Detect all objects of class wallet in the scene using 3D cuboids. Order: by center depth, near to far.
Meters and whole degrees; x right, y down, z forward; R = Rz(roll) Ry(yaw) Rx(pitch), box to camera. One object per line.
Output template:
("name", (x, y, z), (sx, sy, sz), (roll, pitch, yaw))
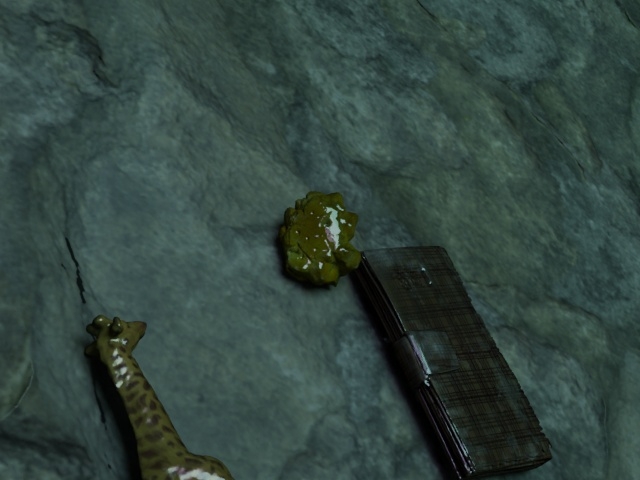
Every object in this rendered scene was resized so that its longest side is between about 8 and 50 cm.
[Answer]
("wallet", (0.116, 0.105, 1.223), (0.124, 0.042, 0.230), (-1, 58, -44))

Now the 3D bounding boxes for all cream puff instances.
("cream puff", (0.000, 0.000, 1.211), (0.083, 0.083, 0.058), (45, -6, 18))

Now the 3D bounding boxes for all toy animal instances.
("toy animal", (-0.086, 0.172, 0.994), (0.275, 0.054, 0.149), (42, 38, -1))
